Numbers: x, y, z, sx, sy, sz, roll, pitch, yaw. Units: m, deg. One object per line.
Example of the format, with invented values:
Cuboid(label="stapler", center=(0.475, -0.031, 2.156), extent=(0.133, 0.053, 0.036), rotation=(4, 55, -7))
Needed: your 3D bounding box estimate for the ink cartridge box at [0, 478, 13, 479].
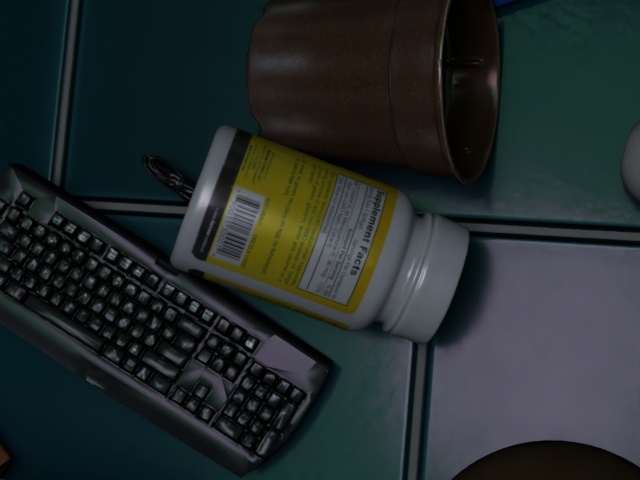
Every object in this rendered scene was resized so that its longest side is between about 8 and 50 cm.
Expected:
Cuboid(label="ink cartridge box", center=(-0.295, 0.285, 1.050), extent=(0.307, 0.129, 0.223), rotation=(12, 76, -19))

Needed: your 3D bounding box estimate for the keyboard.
Cuboid(label="keyboard", center=(-0.131, 0.032, 1.148), extent=(0.317, 0.033, 0.201), rotation=(32, 81, 4))

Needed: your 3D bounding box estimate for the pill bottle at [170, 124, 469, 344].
Cuboid(label="pill bottle", center=(0.000, 0.000, 1.081), extent=(0.208, 0.119, 0.119), rotation=(21, 89, -5))

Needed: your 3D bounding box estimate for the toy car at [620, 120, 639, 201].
Cuboid(label="toy car", center=(0.310, -0.089, 1.027), extent=(0.159, 0.136, 0.182), rotation=(15, 88, 15))

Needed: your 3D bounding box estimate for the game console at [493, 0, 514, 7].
Cuboid(label="game console", center=(0.205, -0.360, 1.141), extent=(0.293, 0.173, 0.250), rotation=(-18, 111, 12))

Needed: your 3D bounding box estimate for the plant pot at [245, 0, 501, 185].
Cuboid(label="plant pot", center=(0.041, -0.127, 1.095), extent=(0.165, 0.167, 0.167), rotation=(2, 84, 22))

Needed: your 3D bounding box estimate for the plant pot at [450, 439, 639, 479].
Cuboid(label="plant pot", center=(0.155, 0.261, 0.967), extent=(0.237, 0.254, 0.237), rotation=(-1, 83, 13))

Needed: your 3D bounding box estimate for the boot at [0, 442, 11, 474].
Cuboid(label="boot", center=(-0.337, 0.112, 1.194), extent=(0.211, 0.104, 0.295), rotation=(38, 96, 8))
